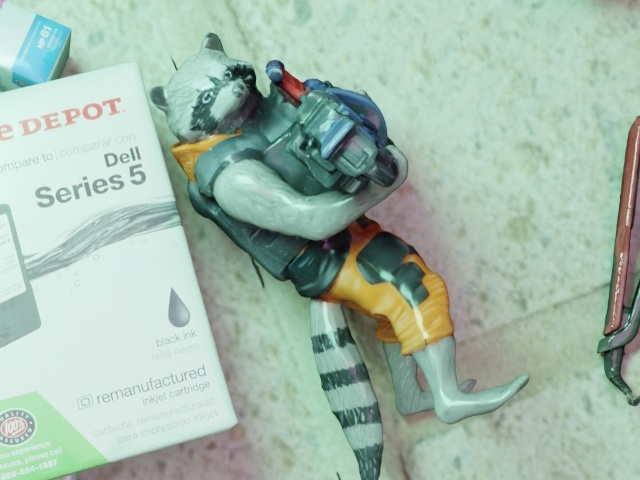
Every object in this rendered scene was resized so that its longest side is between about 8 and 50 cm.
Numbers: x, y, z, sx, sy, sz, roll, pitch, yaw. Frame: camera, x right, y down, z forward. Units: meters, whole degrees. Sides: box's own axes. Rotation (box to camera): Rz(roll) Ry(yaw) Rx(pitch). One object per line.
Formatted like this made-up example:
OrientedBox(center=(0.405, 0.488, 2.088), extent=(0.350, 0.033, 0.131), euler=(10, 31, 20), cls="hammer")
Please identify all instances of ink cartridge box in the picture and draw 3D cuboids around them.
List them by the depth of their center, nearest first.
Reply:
OrientedBox(center=(-0.194, 0.030, 1.284), extent=(0.198, 0.115, 0.273), euler=(-15, 85, -12), cls="ink cartridge box")
OrientedBox(center=(-0.252, -0.151, 1.337), extent=(0.122, 0.088, 0.052), euler=(22, 80, -6), cls="ink cartridge box")

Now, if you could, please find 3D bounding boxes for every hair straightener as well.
OrientedBox(center=(0.274, 0.019, 1.418), extent=(0.089, 0.047, 0.230), euler=(9, 81, 5), cls="hair straightener")

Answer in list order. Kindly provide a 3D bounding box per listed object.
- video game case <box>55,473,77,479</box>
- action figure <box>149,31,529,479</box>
OrientedBox(center=(-0.280, 0.145, 1.326), extent=(0.204, 0.025, 0.285), euler=(4, 81, -9), cls="video game case")
OrientedBox(center=(0.000, 0.000, 1.256), extent=(0.178, 0.341, 0.330), euler=(-39, 90, 5), cls="action figure")
